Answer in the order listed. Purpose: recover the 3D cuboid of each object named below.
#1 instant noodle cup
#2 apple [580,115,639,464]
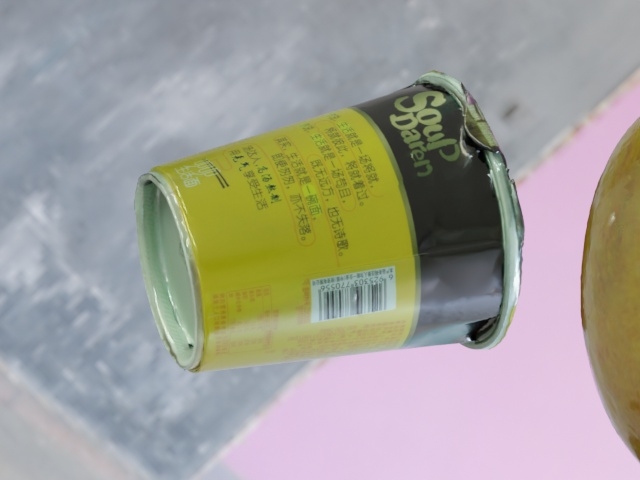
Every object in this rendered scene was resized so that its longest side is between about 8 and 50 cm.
[{"bbox_3d":[0.000,0.000,1.363,0.215,0.236,0.215,168,-90,-71],"label":"instant noodle cup"},{"bbox_3d":[0.174,0.010,0.641,0.155,0.182,0.182,67,9,8],"label":"apple"}]
